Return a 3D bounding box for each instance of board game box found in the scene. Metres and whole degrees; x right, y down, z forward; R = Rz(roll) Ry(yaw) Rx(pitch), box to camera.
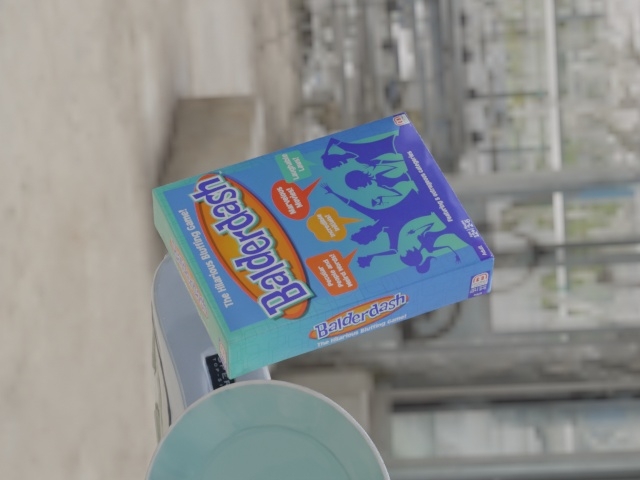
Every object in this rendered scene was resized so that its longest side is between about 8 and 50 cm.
[{"bbox_3d":[0.000,0.000,1.474,0.047,0.210,0.160,91,-24,-51],"label":"board game box"}]

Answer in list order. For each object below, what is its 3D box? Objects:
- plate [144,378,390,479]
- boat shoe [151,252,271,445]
[{"bbox_3d":[-0.032,0.184,1.298,0.024,0.188,0.188,5,82,-64],"label":"plate"},{"bbox_3d":[-0.107,0.193,1.934,0.156,0.136,0.367,131,-53,-75],"label":"boat shoe"}]
